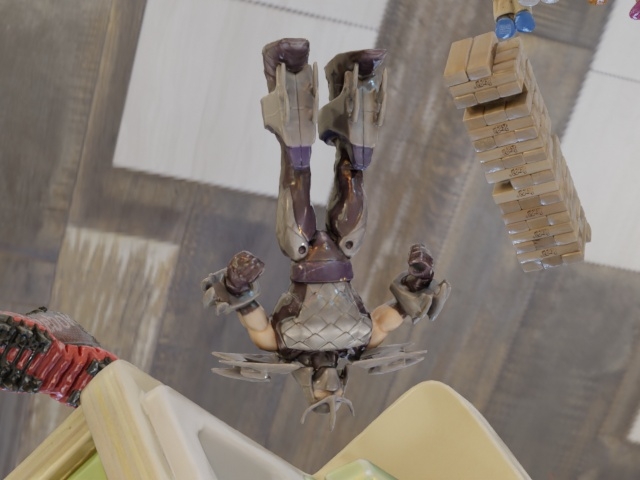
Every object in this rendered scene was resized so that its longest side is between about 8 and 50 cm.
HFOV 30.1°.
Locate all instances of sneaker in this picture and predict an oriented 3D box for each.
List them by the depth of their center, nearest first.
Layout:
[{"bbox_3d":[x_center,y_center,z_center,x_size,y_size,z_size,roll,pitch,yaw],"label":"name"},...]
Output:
[{"bbox_3d":[-0.377,0.141,1.558,0.097,0.135,0.276,-54,144,3],"label":"sneaker"}]

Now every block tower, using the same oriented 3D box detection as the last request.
[{"bbox_3d":[0.266,-0.108,1.571,0.091,0.097,0.335,-13,123,25],"label":"block tower"}]

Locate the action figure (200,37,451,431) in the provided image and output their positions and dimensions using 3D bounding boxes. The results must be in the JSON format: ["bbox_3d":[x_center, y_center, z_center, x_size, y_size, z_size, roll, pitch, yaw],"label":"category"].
[{"bbox_3d":[0.000,0.000,0.881,0.185,0.099,0.285,-1,90,-25],"label":"action figure"}]

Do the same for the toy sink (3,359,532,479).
[{"bbox_3d":[-0.040,0.141,0.372,0.234,0.153,0.131,-43,131,7],"label":"toy sink"}]

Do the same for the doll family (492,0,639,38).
[{"bbox_3d":[0.307,-0.351,1.412,0.263,0.163,0.118,-5,147,8],"label":"doll family"}]
